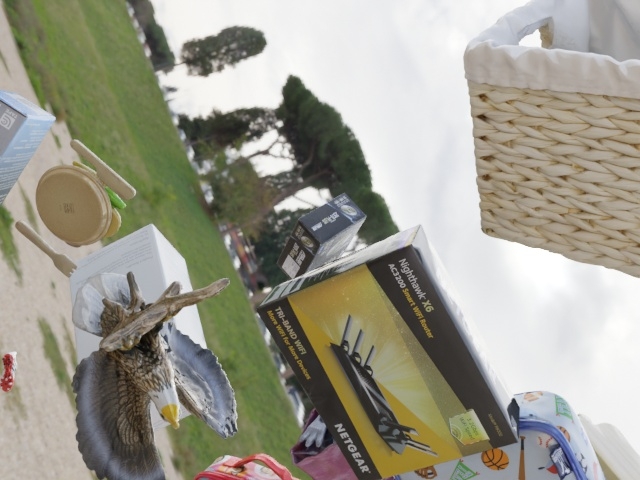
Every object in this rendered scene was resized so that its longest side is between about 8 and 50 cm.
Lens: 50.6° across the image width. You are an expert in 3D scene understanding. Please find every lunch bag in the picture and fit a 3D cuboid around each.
[{"bbox_3d":[0.276,0.365,1.028,0.303,0.115,0.243,-19,-78,32],"label":"lunch bag"},{"bbox_3d":[-0.120,0.561,1.370,0.120,0.293,0.258,-16,113,-66],"label":"lunch bag"}]

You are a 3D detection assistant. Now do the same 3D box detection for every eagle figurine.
[{"bbox_3d":[-0.242,0.205,0.982,0.225,0.226,0.298,-86,179,-47],"label":"eagle figurine"}]

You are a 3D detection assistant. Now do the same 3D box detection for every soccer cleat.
[{"bbox_3d":[-0.621,0.262,1.354,0.035,0.029,0.083,-65,163,-78],"label":"soccer cleat"}]

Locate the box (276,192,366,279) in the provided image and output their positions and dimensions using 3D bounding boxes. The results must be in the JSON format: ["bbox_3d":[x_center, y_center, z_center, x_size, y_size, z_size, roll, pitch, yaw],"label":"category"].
[{"bbox_3d":[0.000,0.000,1.511,0.077,0.147,0.180,48,-38,14],"label":"box"}]

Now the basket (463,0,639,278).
[{"bbox_3d":[0.383,-0.146,0.801,0.331,0.328,0.266,19,-48,34],"label":"basket"}]

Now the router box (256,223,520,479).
[{"bbox_3d":[0.095,0.164,0.927,0.309,0.243,0.081,60,25,-11],"label":"router box"}]

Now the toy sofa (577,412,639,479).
[{"bbox_3d":[0.476,0.453,1.072,0.150,0.177,0.362,-61,-146,21],"label":"toy sofa"}]

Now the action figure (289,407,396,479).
[{"bbox_3d":[0.078,0.444,1.288,0.275,0.248,0.370,-87,156,-59],"label":"action figure"}]

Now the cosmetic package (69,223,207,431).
[{"bbox_3d":[-0.363,0.180,1.364,0.156,0.217,0.385,59,8,-52],"label":"cosmetic package"}]

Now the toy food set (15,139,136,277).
[{"bbox_3d":[-0.355,-0.050,0.994,0.132,0.192,0.038,44,24,-4],"label":"toy food set"}]

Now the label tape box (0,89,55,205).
[{"bbox_3d":[-0.648,-0.118,1.263,0.106,0.333,0.240,33,2,-13],"label":"label tape box"}]
